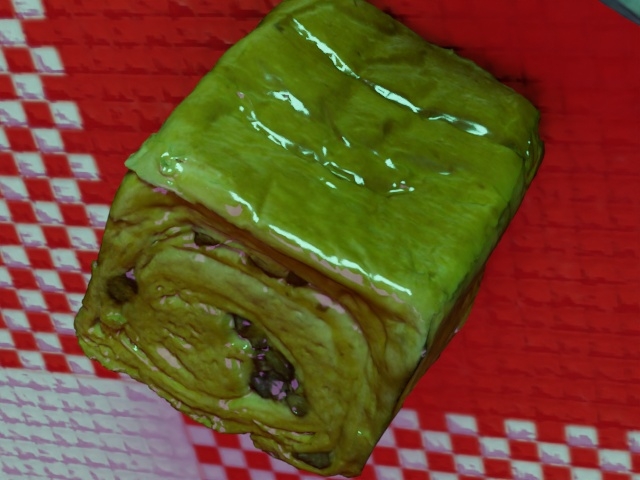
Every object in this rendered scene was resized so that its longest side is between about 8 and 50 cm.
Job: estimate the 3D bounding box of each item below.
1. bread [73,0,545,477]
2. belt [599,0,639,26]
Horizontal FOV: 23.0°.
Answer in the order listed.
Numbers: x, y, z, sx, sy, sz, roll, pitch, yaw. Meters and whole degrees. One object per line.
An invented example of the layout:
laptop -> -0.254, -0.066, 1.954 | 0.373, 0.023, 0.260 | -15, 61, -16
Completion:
bread -> 0.000, 0.000, 0.659 | 0.149, 0.143, 0.158 | 33, 135, 2
belt -> 0.153, -0.094, 0.551 | 0.302, 0.087, 0.072 | 35, 122, -9
